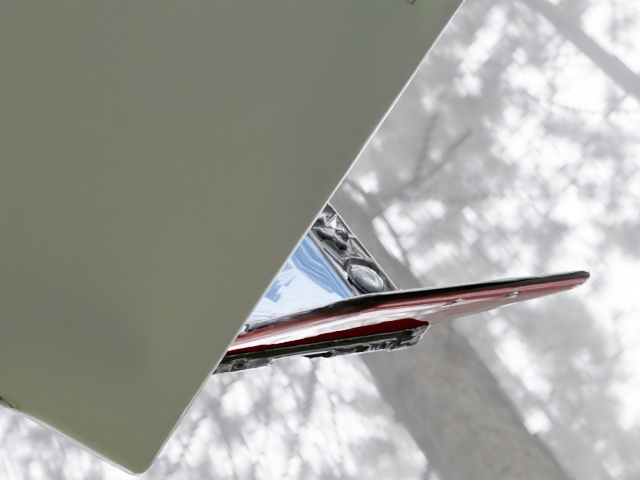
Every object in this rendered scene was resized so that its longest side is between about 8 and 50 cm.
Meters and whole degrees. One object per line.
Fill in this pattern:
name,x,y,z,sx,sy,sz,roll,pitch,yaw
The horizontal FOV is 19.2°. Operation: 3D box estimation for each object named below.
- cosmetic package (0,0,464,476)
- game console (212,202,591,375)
cosmetic package,-0.036,-0.068,0.503,0.117,0.085,0.231,34,-84,-18
game console,0.000,0.000,0.665,0.144,0.124,0.085,-4,-41,-51
